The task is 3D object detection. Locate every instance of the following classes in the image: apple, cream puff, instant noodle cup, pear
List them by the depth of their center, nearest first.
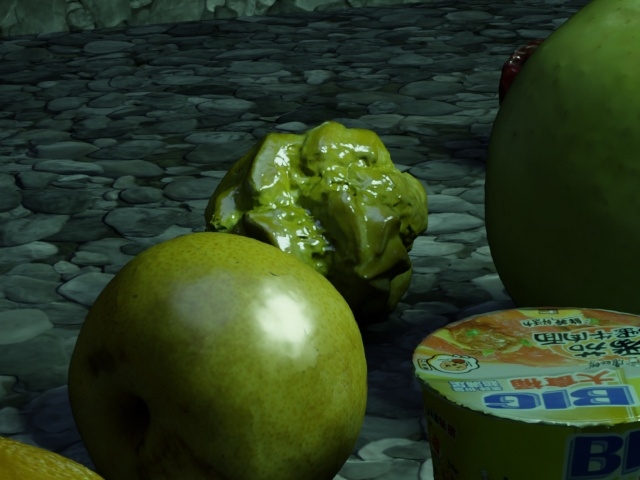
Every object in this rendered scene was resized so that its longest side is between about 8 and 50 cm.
[{"bbox_3d":[0.162,0.144,1.149,0.205,0.153,0.205,-3,19,1],"label":"instant noodle cup"},{"bbox_3d":[-0.064,0.096,1.229,0.209,0.209,0.209,-2,18,1],"label":"pear"},{"bbox_3d":[0.309,-0.040,1.415,0.357,0.357,0.357,-2,18,1],"label":"apple"},{"bbox_3d":[0.000,-0.005,1.600,0.221,0.194,0.195,-12,20,-16],"label":"cream puff"}]

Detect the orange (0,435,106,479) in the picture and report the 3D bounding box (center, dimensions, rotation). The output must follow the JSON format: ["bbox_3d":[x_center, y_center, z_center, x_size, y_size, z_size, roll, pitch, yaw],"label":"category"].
[{"bbox_3d":[-0.177,0.211,0.830,0.264,0.264,0.264,-2,18,1],"label":"orange"}]

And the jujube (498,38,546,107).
[{"bbox_3d":[0.368,-0.160,1.983,0.342,0.216,0.216,7,20,31],"label":"jujube"}]
